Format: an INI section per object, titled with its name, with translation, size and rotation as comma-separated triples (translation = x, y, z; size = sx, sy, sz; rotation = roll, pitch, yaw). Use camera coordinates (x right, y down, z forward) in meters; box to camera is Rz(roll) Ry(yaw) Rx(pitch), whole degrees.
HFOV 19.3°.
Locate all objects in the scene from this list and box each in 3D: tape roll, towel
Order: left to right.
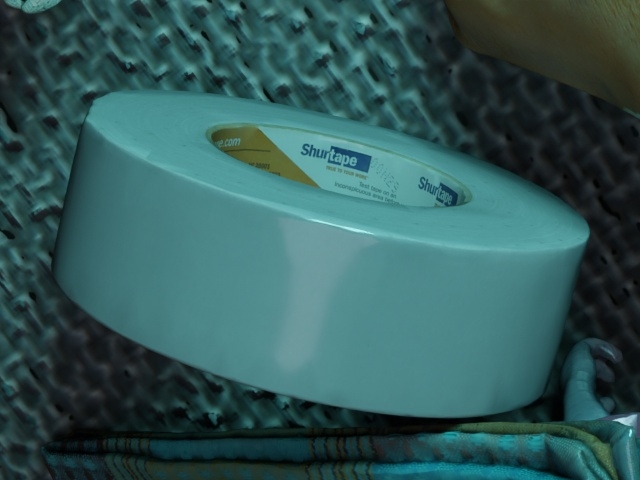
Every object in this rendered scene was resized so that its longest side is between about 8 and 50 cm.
[tape roll]
translation = 0.000, 0.000, 0.800
size = 0.219, 0.219, 0.072
rotation = 15, 104, 1
[towel]
translation = 0.021, 0.209, 0.824
size = 0.370, 0.040, 0.271
rotation = -6, 103, 48

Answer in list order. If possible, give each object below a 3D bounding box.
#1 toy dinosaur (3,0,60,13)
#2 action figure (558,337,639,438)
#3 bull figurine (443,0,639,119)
[toy dinosaur]
translation = -0.193, -0.239, 0.829
size = 0.160, 0.121, 0.314
rotation = -20, 97, -2
[action figure]
translation = 0.225, 0.138, 0.796
size = 0.248, 0.276, 0.370
rotation = 43, 87, -8
[bull figurine]
translation = 0.158, -0.110, 0.739
size = 0.101, 0.310, 0.188
rotation = 21, 97, -40
